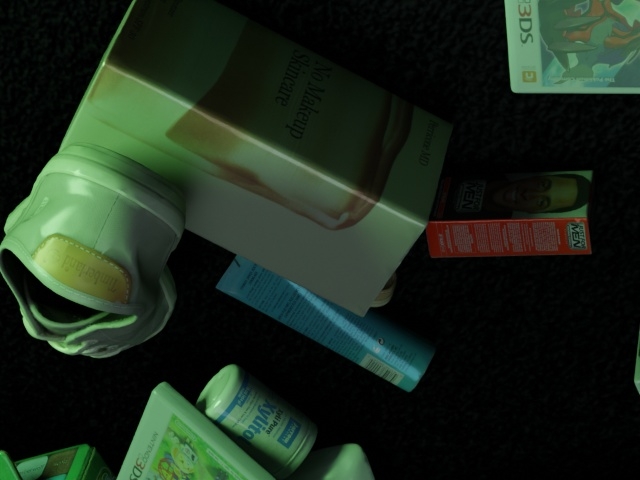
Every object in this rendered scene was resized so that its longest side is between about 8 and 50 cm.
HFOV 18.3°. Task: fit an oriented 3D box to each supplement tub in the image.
[{"bbox_3d":[-0.064,0.177,1.934,0.107,0.071,0.071,37,127,-16],"label":"supplement tub"}]

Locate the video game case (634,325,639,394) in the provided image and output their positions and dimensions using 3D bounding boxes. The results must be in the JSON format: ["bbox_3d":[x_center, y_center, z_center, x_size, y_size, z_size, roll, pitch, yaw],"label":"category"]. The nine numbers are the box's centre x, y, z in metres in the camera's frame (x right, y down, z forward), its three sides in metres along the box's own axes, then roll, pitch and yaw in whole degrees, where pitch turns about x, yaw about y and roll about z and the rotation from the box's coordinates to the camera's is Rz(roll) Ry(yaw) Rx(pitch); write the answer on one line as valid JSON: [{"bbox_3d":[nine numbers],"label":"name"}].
[{"bbox_3d":[0.302,0.115,1.762,0.011,0.122,0.087,-14,123,24],"label":"video game case"}]

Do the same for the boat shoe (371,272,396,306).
[{"bbox_3d":[0.000,0.000,1.782,0.170,0.063,0.059,29,135,-9],"label":"boat shoe"}]

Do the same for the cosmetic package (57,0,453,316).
[{"bbox_3d":[-0.053,-0.083,1.674,0.296,0.153,0.129,26,130,-9],"label":"cosmetic package"}]

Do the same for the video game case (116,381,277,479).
[{"bbox_3d":[-0.106,0.264,1.938,0.212,0.023,0.193,40,138,14],"label":"video game case"}]

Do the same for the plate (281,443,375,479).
[{"bbox_3d":[-0.042,0.364,2.005,0.277,0.045,0.278,-16,94,28],"label":"plate"}]

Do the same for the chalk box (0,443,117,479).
[{"bbox_3d":[-0.290,0.341,2.049,0.180,0.179,0.289,-18,122,25],"label":"chalk box"}]

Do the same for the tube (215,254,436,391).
[{"bbox_3d":[0.007,0.070,1.850,0.207,0.052,0.080,30,124,-4],"label":"tube"}]

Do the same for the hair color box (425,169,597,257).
[{"bbox_3d":[0.166,-0.023,1.718,0.141,0.072,0.043,-1,127,14],"label":"hair color box"}]

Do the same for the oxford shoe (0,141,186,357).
[{"bbox_3d":[-0.208,0.038,1.709,0.169,0.130,0.449,24,164,-4],"label":"oxford shoe"}]

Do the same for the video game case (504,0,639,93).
[{"bbox_3d":[0.247,-0.197,1.591,0.201,0.023,0.183,1,128,13],"label":"video game case"}]
